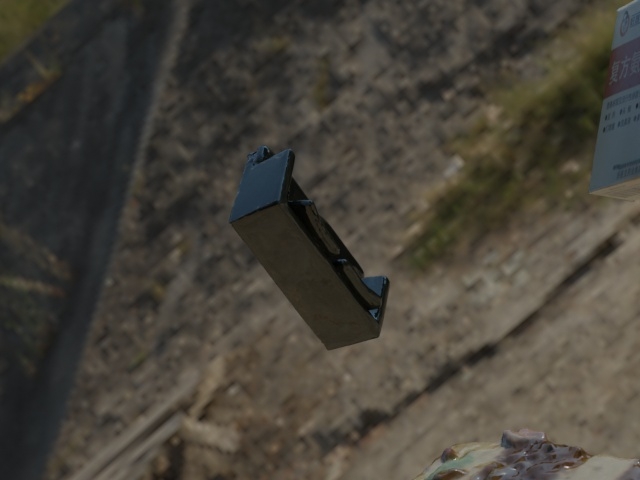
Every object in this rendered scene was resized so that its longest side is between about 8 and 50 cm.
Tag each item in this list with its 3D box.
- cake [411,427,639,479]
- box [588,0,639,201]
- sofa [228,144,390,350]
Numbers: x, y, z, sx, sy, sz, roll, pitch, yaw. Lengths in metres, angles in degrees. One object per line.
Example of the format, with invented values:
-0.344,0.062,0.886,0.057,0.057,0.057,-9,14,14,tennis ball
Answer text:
0.176,0.332,1.428,0.255,0.282,0.290,-32,22,-35,cake
0.377,-0.163,1.782,0.353,0.069,0.214,165,116,-75,box
0.000,0.000,1.304,0.060,0.147,0.085,-20,34,26,sofa
